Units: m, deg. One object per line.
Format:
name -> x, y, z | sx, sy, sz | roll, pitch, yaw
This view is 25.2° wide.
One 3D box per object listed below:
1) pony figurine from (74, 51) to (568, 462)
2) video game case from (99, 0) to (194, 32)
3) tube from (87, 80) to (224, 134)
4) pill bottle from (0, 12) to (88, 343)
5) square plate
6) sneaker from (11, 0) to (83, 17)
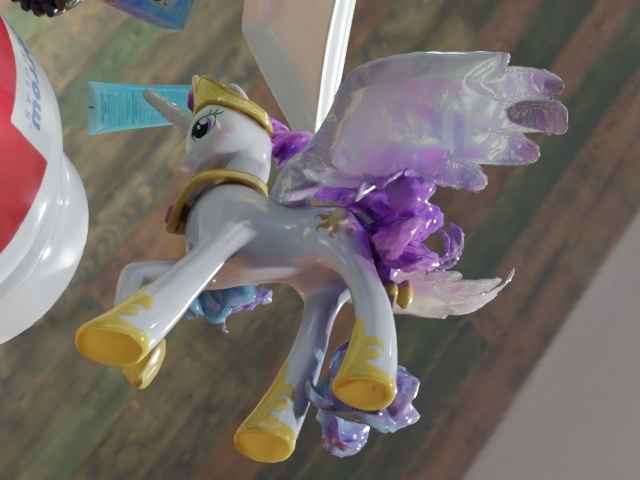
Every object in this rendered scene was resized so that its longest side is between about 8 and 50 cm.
pony figurine -> 0.000, 0.000, 1.141 | 0.350, 0.303, 0.363 | 10, -138, 0
video game case -> -0.257, -0.431, 1.828 | 0.061, 0.269, 0.244 | 13, -98, 63
tube -> -0.243, -0.201, 2.131 | 0.207, 0.080, 0.052 | -4, -167, -16
pill bottle -> -0.286, -0.079, 0.803 | 0.229, 0.408, 0.229 | -5, -114, 12
square plate -> -0.022, -0.344, 1.879 | 0.049, 0.347, 0.344 | -4, -142, -20
sneaker -> -0.257, -0.289, 1.241 | 0.146, 0.134, 0.343 | -28, -137, -34
